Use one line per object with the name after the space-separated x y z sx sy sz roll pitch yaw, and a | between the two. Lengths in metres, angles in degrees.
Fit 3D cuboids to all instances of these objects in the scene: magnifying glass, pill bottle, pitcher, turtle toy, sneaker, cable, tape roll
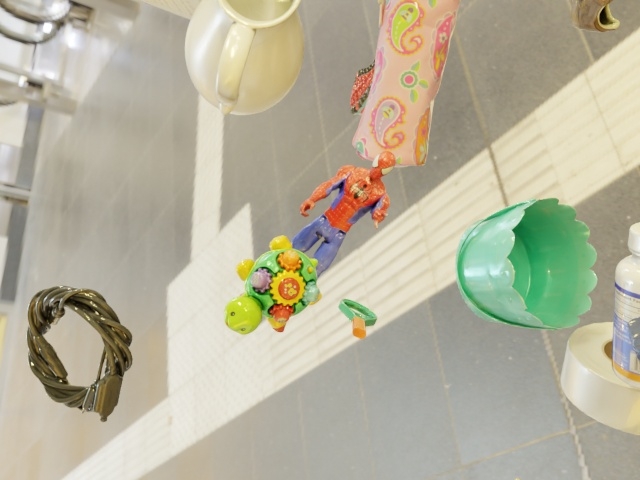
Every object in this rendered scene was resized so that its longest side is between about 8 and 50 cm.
0.082 0.168 1.493 0.026 0.092 0.231 -64 1 9 | magnifying glass
0.589 0.110 1.205 0.152 0.152 0.272 22 121 58 | pill bottle
-0.080 -0.189 0.701 0.207 0.125 0.178 130 158 -70 | pitcher
-0.055 0.060 0.806 0.130 0.095 0.066 -35 14 -11 | turtle toy
0.156 -0.339 1.553 0.262 0.125 0.104 151 130 -63 | sneaker
-0.291 0.123 0.830 0.150 0.047 0.185 31 124 21 | cable
0.422 -0.399 1.059 0.071 0.188 0.066 27 73 36 | sneaker
0.647 0.278 1.432 0.286 0.286 0.100 38 132 55 | tape roll

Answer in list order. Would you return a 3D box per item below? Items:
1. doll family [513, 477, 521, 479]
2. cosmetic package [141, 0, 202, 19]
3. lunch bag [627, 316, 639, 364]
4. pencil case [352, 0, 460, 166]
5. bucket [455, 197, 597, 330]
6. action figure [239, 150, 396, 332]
0.224 0.381 0.852 0.193 0.076 0.111 -55 28 4 | doll family
-0.274 -0.557 0.952 0.393 0.327 0.330 23 84 14 | cosmetic package
0.506 0.161 1.039 0.067 0.065 0.098 -21 22 25 | lunch bag
0.128 -0.253 1.048 0.124 0.124 0.284 30 113 57 | pencil case
0.438 0.056 1.503 0.183 0.281 0.281 -14 67 57 | bucket
0.000 0.000 0.884 0.280 0.091 0.139 -51 -2 12 | action figure
